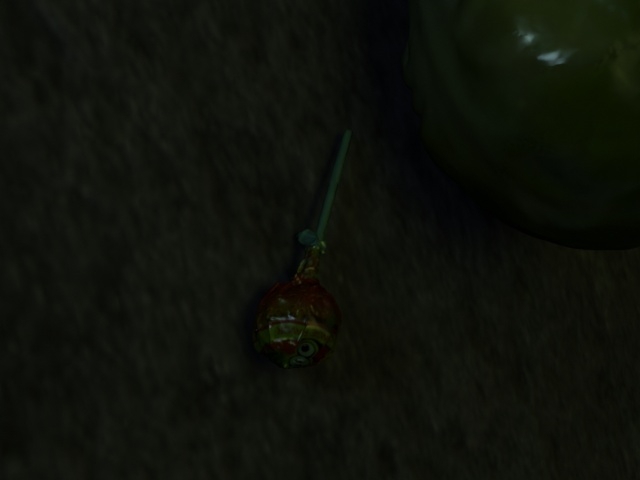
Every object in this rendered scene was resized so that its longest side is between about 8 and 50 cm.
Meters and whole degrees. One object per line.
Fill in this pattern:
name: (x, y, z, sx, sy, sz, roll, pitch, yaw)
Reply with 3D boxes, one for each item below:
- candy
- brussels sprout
candy: (0.000, 0.000, 0.722, 0.060, 0.061, 0.200, 40, 51, -36)
brussels sprout: (0.204, -0.154, 0.816, 0.344, 0.268, 0.344, 39, 36, -36)
